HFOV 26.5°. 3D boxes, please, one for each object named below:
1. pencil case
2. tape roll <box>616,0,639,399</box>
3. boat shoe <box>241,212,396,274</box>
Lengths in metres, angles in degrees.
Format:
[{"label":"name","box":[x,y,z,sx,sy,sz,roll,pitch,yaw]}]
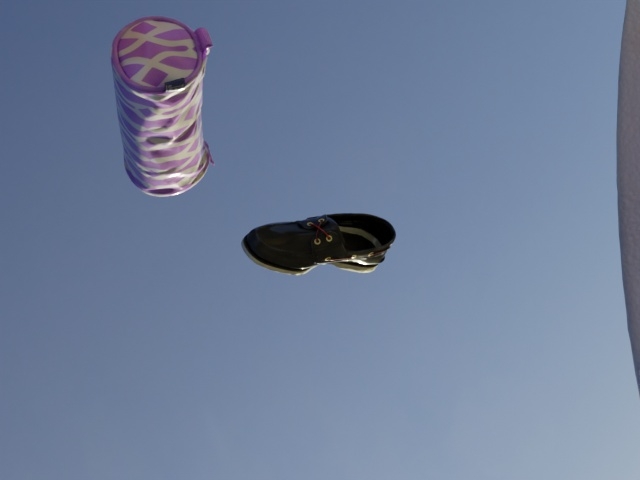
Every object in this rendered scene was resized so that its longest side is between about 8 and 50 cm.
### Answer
[{"label":"pencil case","box":[-0.141,-0.120,1.235,0.088,0.086,0.206,-23,-22,-16]},{"label":"tape roll","box":[0.251,-0.005,0.735,0.392,0.072,0.392,10,-102,-60]},{"label":"boat shoe","box":[-0.001,-0.001,1.062,0.133,0.049,0.042,1,-41,-35]}]
